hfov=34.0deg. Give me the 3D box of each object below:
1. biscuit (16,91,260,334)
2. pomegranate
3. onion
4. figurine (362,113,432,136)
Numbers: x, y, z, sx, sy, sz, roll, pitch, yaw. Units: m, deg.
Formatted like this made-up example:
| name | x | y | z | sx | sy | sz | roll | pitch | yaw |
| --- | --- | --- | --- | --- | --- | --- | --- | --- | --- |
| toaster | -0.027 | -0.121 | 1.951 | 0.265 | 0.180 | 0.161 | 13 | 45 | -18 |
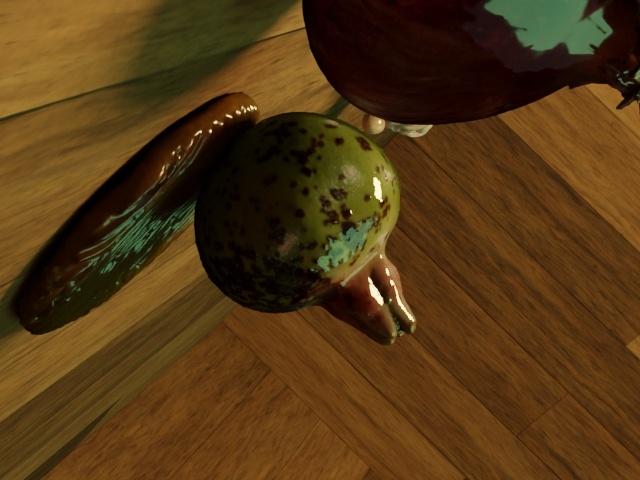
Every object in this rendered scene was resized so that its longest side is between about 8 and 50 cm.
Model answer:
| name | x | y | z | sx | sy | sz | roll | pitch | yaw |
| --- | --- | --- | --- | --- | --- | --- | --- | --- | --- |
| biscuit | -0.172 | -0.022 | 1.034 | 0.318 | 0.040 | 0.318 | -45 | 178 | -2 |
| pomegranate | 0.000 | 0.000 | 1.005 | 0.214 | 0.248 | 0.214 | -41 | 180 | 0 |
| onion | 0.160 | -0.210 | 0.772 | 0.347 | 0.285 | 0.347 | -41 | 166 | -12 |
| figurine | 0.138 | -0.247 | 1.616 | 0.200 | 0.133 | 0.276 | -33 | 171 | -8 |
